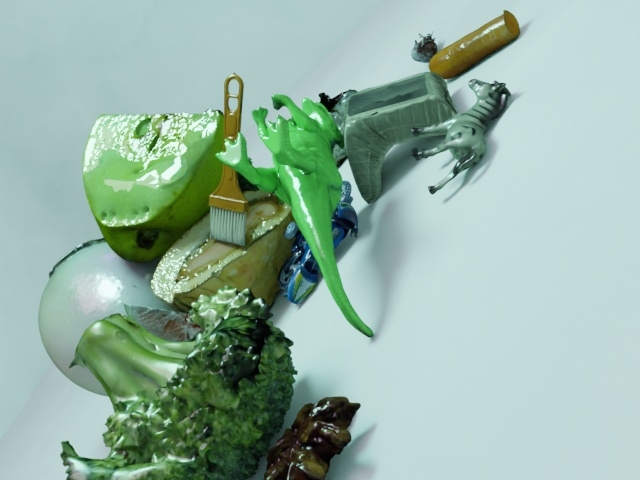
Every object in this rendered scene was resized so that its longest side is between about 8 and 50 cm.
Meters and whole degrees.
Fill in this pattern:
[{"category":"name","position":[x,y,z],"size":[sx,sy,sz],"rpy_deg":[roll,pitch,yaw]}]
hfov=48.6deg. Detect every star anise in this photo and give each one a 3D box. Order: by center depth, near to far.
[{"category":"star anise","position":[-0.036,0.282,0.867],"size":[0.234,0.073,0.177],"rpy_deg":[-57,8,6]}]

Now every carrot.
[{"category":"carrot","position":[0.310,-0.398,1.478],"size":[0.225,0.067,0.067],"rpy_deg":[-25,29,51]}]

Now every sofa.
[{"category":"sofa","position":[0.164,-0.212,1.417],"size":[0.225,0.176,0.210],"rpy_deg":[-15,26,9]}]

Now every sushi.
[{"category":"sushi","position":[0.032,-0.285,1.779],"size":[0.213,0.147,0.115],"rpy_deg":[-55,21,5]}]

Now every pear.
[{"category":"pear","position":[-0.339,-0.101,1.493],"size":[0.342,0.238,0.318],"rpy_deg":[5,66,27]}]

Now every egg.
[{"category":"egg","position":[-0.414,0.185,1.560],"size":[0.355,0.354,0.339],"rpy_deg":[-53,32,-13]}]

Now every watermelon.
[{"category":"watermelon","position":[-0.277,0.158,1.311],"size":[0.094,0.180,0.081],"rpy_deg":[120,152,-41]}]

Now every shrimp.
[{"category":"shrimp","position":[0.263,-0.487,1.782],"size":[0.165,0.065,0.057],"rpy_deg":[-74,7,-54]}]

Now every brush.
[{"category":"brush","position":[-0.165,-0.148,1.305],"size":[0.090,0.315,0.017],"rpy_deg":[12,15,27]}]

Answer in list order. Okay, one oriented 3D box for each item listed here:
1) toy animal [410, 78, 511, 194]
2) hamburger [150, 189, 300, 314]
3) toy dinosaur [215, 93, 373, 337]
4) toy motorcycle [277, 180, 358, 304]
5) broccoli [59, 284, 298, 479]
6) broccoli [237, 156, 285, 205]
[{"category":"toy animal","position":[0.241,-0.180,1.180],"size":[0.175,0.073,0.217],"rpy_deg":[-24,30,22]},{"category":"hamburger","position":[-0.178,0.067,1.431],"size":[0.162,0.209,0.330],"rpy_deg":[21,51,35]},{"category":"toy dinosaur","position":[0.012,-0.060,1.226],"size":[0.143,0.500,0.374],"rpy_deg":[-34,-16,23]},{"category":"toy motorcycle","position":[0.000,0.000,1.351],"size":[0.255,0.092,0.135],"rpy_deg":[-58,27,-1]},{"category":"broccoli","position":[-0.178,0.229,0.977],"size":[0.338,0.318,0.277],"rpy_deg":[-24,-24,2]},{"category":"broccoli","position":[-0.121,-0.083,1.641],"size":[0.268,0.254,0.269],"rpy_deg":[-18,13,4]}]
